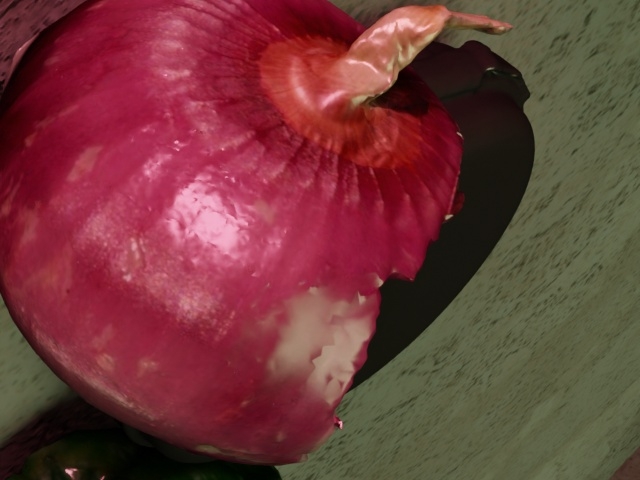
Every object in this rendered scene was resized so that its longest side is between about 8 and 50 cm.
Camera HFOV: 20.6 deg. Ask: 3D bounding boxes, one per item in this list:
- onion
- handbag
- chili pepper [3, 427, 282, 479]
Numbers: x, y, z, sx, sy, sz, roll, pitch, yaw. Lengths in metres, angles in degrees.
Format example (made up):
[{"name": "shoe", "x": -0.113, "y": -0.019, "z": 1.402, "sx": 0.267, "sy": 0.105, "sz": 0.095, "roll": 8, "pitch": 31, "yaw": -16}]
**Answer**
[{"name": "onion", "x": -0.046, "y": -0.019, "z": 0.705, "sx": 0.200, "sy": 0.200, "sz": 0.207, "roll": 89, "pitch": 20, "yaw": -64}, {"name": "handbag", "x": -0.001, "y": -0.001, "z": 0.973, "sx": 0.308, "sy": 0.093, "sz": 0.254, "roll": -23, "pitch": 149, "yaw": -48}, {"name": "chili pepper", "x": -0.098, "y": 0.224, "z": 1.109, "sx": 0.213, "sy": 0.167, "sz": 0.385, "roll": -39, "pitch": 165, "yaw": -5}]
